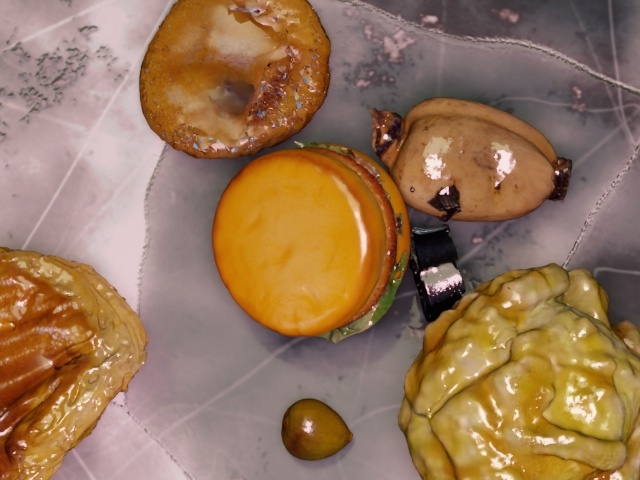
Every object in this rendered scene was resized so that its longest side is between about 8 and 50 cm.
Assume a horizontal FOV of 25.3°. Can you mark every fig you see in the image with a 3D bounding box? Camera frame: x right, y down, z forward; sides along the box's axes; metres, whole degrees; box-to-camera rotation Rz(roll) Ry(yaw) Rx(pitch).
[{"bbox_3d":[-0.004,0.228,1.706,0.088,0.074,0.074,18,73,-17],"label":"fig"}]

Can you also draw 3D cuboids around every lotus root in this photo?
[{"bbox_3d":[0.176,-0.093,1.754,0.257,0.140,0.154,14,52,2],"label":"lotus root"}]

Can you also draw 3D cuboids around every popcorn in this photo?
[{"bbox_3d":[0.229,0.187,1.587,0.279,0.274,0.335,50,51,-23],"label":"popcorn"}]

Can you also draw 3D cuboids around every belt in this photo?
[{"bbox_3d":[0.138,0.037,1.725,0.058,0.105,0.140,-9,28,2],"label":"belt"}]

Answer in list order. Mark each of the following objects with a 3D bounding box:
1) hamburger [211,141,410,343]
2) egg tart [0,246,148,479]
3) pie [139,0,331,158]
[{"bbox_3d":[-0.001,-0.002,1.718,0.246,0.170,0.246,6,102,29],"label":"hamburger"},{"bbox_3d":[-0.400,0.163,1.718,0.339,0.153,0.351,31,78,14],"label":"egg tart"},{"bbox_3d":[-0.112,-0.222,1.858,0.273,0.069,0.273,-2,74,6],"label":"pie"}]
